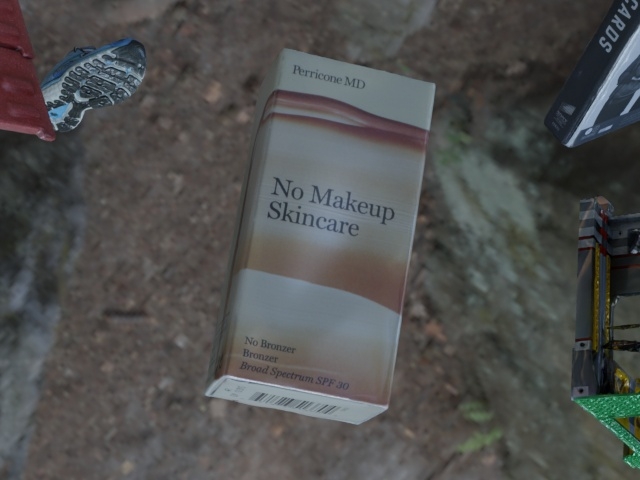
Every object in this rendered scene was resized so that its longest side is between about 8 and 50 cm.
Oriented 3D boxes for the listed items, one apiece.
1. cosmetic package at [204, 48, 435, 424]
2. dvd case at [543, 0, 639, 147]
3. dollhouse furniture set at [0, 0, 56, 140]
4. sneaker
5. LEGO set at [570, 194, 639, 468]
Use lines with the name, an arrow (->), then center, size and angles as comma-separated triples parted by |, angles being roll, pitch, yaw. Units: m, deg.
cosmetic package -> 0.000, 0.000, 1.299 | 0.129, 0.153, 0.296 | 130, -31, -72
dvd case -> 0.241, -0.163, 0.837 | 0.179, 0.029, 0.239 | -21, 150, -36
dollhouse furniture set -> -0.408, -0.131, 1.117 | 0.201, 0.152, 0.374 | -22, 167, 26
sneaker -> -0.230, -0.168, 1.441 | 0.063, 0.162, 0.073 | 31, 53, -36
LEGO set -> 0.342, 0.051, 1.115 | 0.255, 0.331, 0.192 | 30, 57, -44
